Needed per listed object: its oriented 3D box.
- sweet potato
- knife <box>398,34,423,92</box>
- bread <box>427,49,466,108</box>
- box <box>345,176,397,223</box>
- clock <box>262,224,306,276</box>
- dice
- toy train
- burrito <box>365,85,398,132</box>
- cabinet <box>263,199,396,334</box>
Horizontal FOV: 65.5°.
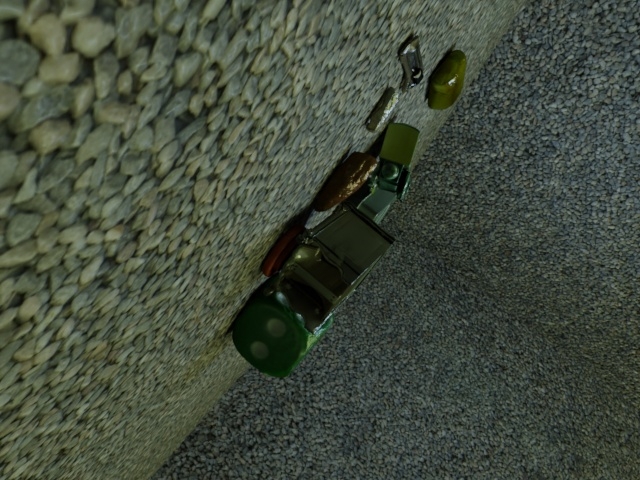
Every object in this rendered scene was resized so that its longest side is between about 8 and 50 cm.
[{"bbox_3d":[0.073,-0.180,1.567,0.252,0.097,0.097,-45,175,18],"label":"sweet potato"},{"bbox_3d":[0.258,-0.487,1.400,0.089,0.043,0.365,-54,172,9],"label":"knife"},{"bbox_3d":[0.517,-0.629,2.005,0.166,0.112,0.383,-52,172,5],"label":"bread"},{"bbox_3d":[0.195,-0.140,2.178,0.290,0.166,0.220,-42,168,-52],"label":"box"},{"bbox_3d":[-0.113,0.036,1.615,0.205,0.051,0.205,-51,171,-11],"label":"clock"},{"bbox_3d":[-0.142,0.319,1.902,0.300,0.287,0.297,-54,169,22],"label":"dice"},{"bbox_3d":[0.291,-0.298,1.941,0.397,0.160,0.253,13,94,-83],"label":"toy train"},{"bbox_3d":[0.181,-0.378,1.446,0.055,0.041,0.149,-16,146,-54],"label":"burrito"},{"bbox_3d":[0.025,0.080,1.607,0.318,0.227,0.289,-38,166,-50],"label":"cabinet"}]
